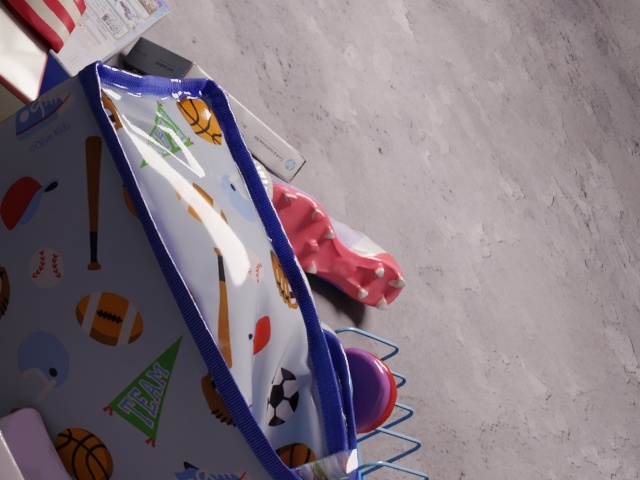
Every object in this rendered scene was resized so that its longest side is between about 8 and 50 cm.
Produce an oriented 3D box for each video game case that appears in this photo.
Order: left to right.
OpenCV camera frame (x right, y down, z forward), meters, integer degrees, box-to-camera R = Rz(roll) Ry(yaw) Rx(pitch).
[{"bbox_3d":[-0.304,-0.292,1.752,0.269,0.061,0.244,51,31,-8],"label":"video game case"}]

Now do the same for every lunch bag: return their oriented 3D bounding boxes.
[{"bbox_3d":[-0.170,0.104,1.359,0.239,0.328,0.385,-3,65,-61],"label":"lunch bag"}]

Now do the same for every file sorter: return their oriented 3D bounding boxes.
[{"bbox_3d":[0.037,0.194,1.833,0.118,0.104,0.170,25,44,-48],"label":"file sorter"}]

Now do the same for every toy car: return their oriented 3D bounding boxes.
[{"bbox_3d":[0.006,0.154,1.687,0.182,0.136,0.159,31,55,-73],"label":"toy car"}]

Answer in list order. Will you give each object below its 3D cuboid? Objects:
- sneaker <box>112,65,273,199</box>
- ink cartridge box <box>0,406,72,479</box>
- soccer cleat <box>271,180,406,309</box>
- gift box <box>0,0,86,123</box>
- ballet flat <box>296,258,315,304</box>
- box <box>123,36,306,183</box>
[{"bbox_3d":[-0.159,-0.099,1.831,0.237,0.086,0.085,37,63,-17],"label":"sneaker"},{"bbox_3d":[-0.278,0.252,1.114,0.353,0.119,0.207,-26,86,-34],"label":"ink cartridge box"},{"bbox_3d":[0.000,0.000,1.996,0.248,0.083,0.095,33,9,-33],"label":"soccer cleat"},{"bbox_3d":[-0.366,-0.222,1.405,0.255,0.258,0.276,38,37,-36],"label":"gift box"},{"bbox_3d":[-0.066,0.169,1.521,0.139,0.139,0.400,9,70,-55],"label":"ballet flat"},{"bbox_3d":[-0.118,-0.146,1.879,0.186,0.038,0.145,38,-3,-34],"label":"box"}]
